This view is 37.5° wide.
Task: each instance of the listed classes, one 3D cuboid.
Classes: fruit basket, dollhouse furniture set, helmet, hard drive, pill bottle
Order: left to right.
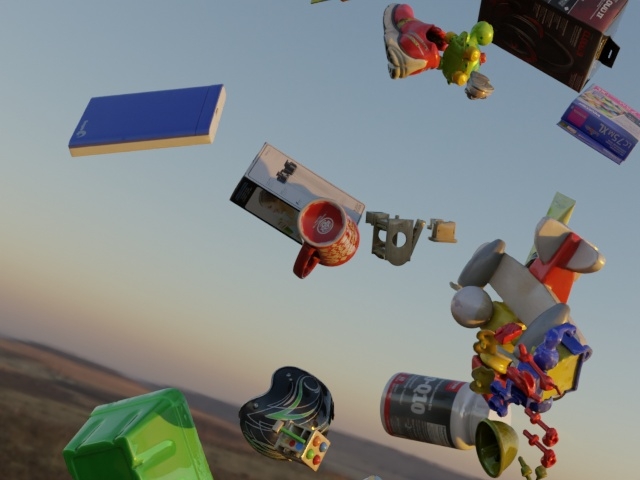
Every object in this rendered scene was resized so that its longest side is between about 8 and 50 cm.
[{"bbox_3d":[-0.385,-0.272,2.116,0.318,0.210,0.040,-4,-52,9],"label":"hard drive"},{"bbox_3d":[-0.332,0.493,1.955,0.282,0.392,0.392,-17,-29,25],"label":"fruit basket"},{"bbox_3d":[-0.066,0.342,1.804,0.169,0.161,0.169,18,-45,18],"label":"helmet"},{"bbox_3d":[0.198,-0.003,2.099,0.160,0.101,0.182,3,6,-12],"label":"dollhouse furniture set"},{"bbox_3d":[0.300,0.412,2.258,0.283,0.161,0.161,3,-19,35],"label":"pill bottle"}]

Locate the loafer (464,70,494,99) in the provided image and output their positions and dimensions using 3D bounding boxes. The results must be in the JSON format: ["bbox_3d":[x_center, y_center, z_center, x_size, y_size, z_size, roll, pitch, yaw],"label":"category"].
[{"bbox_3d":[0.254,-0.243,1.527,0.045,0.039,0.125,26,22,-1],"label":"loafer"}]

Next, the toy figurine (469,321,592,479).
[{"bbox_3d":[0.399,0.266,1.618,0.191,0.217,0.363,41,-34,41],"label":"toy figurine"}]

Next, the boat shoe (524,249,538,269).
[{"bbox_3d":[0.505,0.102,2.233,0.081,0.068,0.228,42,-23,23],"label":"boat shoe"}]

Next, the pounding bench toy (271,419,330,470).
[{"bbox_3d":[-0.033,0.317,1.480,0.065,0.052,0.083,12,-27,38],"label":"pounding bench toy"}]

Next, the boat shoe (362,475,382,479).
[{"bbox_3d":[0.077,0.568,2.080,0.083,0.065,0.183,-29,-19,26],"label":"boat shoe"}]

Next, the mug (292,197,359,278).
[{"bbox_3d":[0.010,-0.001,1.758,0.113,0.150,0.169,8,-9,7],"label":"mug"}]

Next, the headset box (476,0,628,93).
[{"bbox_3d":[0.472,-0.445,1.899,0.293,0.110,0.218,34,-17,15],"label":"headset box"}]

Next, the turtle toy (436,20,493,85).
[{"bbox_3d":[0.268,-0.341,1.723,0.066,0.130,0.095,9,29,-37],"label":"turtle toy"}]

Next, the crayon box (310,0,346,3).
[{"bbox_3d":[0.115,-0.540,1.632,0.202,0.319,0.081,1,-23,43],"label":"crayon box"}]

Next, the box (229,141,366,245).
[{"bbox_3d":[-0.050,-0.089,2.202,0.290,0.169,0.087,32,-53,-6],"label":"box"}]

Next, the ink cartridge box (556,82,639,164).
[{"bbox_3d":[0.702,-0.290,2.314,0.185,0.065,0.311,37,33,11],"label":"ink cartridge box"}]

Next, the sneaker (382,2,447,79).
[{"bbox_3d":[0.183,-0.380,1.800,0.118,0.279,0.107,-7,-57,7],"label":"sneaker"}]

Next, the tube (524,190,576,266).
[{"bbox_3d":[0.568,-0.001,2.361,0.070,0.240,0.062,27,14,25],"label":"tube"}]

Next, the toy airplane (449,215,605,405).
[{"bbox_3d":[0.401,0.127,1.913,0.272,0.385,0.386,8,-24,-15],"label":"toy airplane"}]
